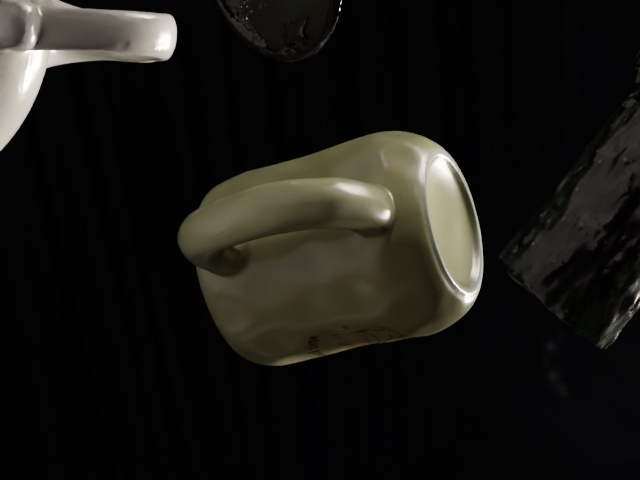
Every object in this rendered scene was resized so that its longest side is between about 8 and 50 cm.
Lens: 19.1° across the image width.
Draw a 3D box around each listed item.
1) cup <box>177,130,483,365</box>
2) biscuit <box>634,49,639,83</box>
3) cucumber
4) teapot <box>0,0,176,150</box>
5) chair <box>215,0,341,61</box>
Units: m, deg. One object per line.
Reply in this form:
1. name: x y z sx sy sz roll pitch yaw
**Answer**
1. cup: 0.002 -0.015 1.568 0.202 0.255 0.173 -14 -130 23
2. biscuit: 0.336 -0.248 1.496 0.099 0.322 0.038 3 -149 -29
3. cucumber: 0.188 -0.044 0.993 0.211 0.078 0.062 -50 -169 4
4. teapot: -0.227 -0.116 1.003 0.298 0.204 0.139 10 -178 12
5. chair: 0.102 -0.322 1.755 0.401 0.226 0.226 -21 -155 -31
